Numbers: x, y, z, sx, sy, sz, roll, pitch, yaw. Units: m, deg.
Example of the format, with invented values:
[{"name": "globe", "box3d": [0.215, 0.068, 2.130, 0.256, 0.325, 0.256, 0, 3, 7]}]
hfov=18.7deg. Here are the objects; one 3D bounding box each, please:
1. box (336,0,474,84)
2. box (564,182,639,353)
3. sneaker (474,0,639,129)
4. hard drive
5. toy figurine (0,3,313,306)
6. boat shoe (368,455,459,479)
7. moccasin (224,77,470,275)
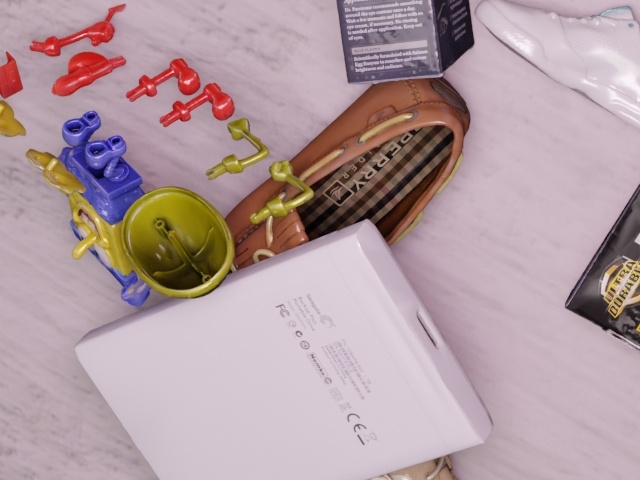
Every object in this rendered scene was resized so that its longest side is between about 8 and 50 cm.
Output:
[{"name": "box", "box3d": [0.074, -0.236, 1.776, 0.093, 0.156, 0.158, -4, 104, 16]}, {"name": "box", "box3d": [0.417, -0.008, 1.797, 0.257, 0.079, 0.322, 31, 110, 6]}, {"name": "sneaker", "box3d": [0.247, -0.184, 1.800, 0.212, 0.080, 0.094, 30, 98, -2]}, {"name": "hard drive", "box3d": [-0.040, 0.137, 1.846, 0.353, 0.047, 0.233, -22, 108, 33]}, {"name": "toy figurine", "box3d": [-0.161, -0.031, 1.889, 0.362, 0.191, 0.217, 42, 155, 32]}, {"name": "boat shoe", "box3d": [0.078, 0.224, 1.932, 0.302, 0.109, 0.098, 35, 112, 8]}, {"name": "moccasin", "box3d": [0.002, 0.002, 1.860, 0.380, 0.147, 0.139, -40, 112, 18]}]
